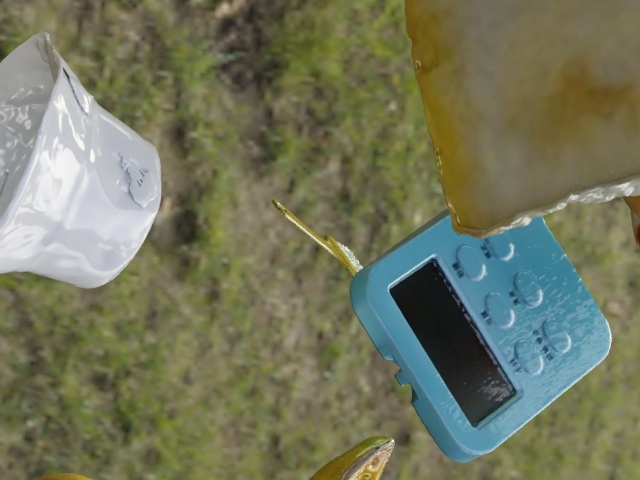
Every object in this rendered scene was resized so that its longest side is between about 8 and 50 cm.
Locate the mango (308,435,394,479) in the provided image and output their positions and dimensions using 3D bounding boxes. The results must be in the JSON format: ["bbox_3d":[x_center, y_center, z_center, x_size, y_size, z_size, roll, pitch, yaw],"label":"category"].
[{"bbox_3d":[0.027,0.314,2.158,0.101,0.066,0.187,7,128,-49],"label":"mango"}]

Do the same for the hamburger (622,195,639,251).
[{"bbox_3d":[0.400,-0.093,1.582,0.276,0.276,0.237,-69,153,-15],"label":"hamburger"}]

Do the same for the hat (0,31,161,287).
[{"bbox_3d":[-0.198,-0.038,1.256,0.126,0.203,0.203,29,74,-30],"label":"hat"}]

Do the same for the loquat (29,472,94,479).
[{"bbox_3d":[-0.311,0.379,2.016,0.208,0.208,0.208,-20,115,-52],"label":"loquat"}]

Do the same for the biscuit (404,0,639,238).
[{"bbox_3d":[0.246,-0.224,1.293,0.104,0.429,0.446,10,60,-52],"label":"biscuit"}]

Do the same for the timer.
[{"bbox_3d":[0.169,0.084,1.780,0.250,0.091,0.232,-35,95,-44],"label":"timer"}]

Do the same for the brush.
[{"bbox_3d":[0.000,0.000,2.016,0.011,0.083,0.205,-42,139,9],"label":"brush"}]
